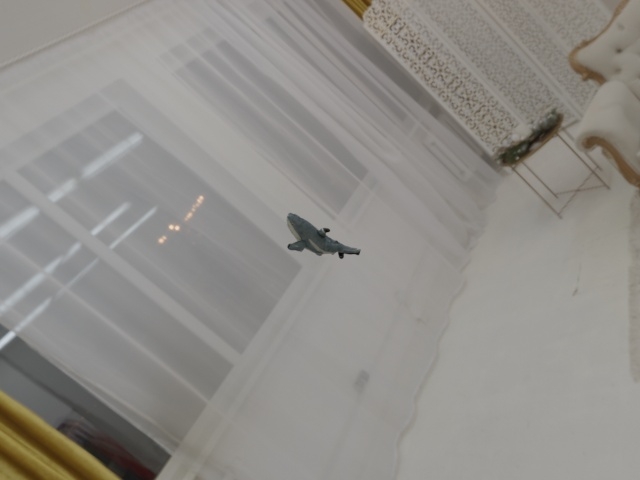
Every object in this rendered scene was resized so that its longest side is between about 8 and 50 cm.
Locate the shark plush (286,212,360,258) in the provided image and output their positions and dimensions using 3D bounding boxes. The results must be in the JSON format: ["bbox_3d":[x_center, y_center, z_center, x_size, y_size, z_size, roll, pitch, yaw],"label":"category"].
[{"bbox_3d":[0.000,0.000,0.930,0.073,0.161,0.067,-42,-25,-45],"label":"shark plush"}]
